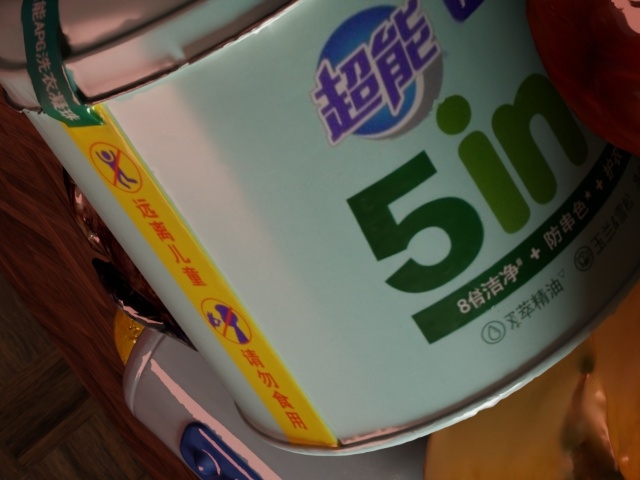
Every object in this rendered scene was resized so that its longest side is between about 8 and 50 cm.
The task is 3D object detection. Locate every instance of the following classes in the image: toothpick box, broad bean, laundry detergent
[{"bbox_3d":[0.007,0.184,1.556,0.355,0.263,0.263,42,162,19],"label":"toothpick box"},{"bbox_3d":[0.163,-0.110,0.737,0.156,0.122,0.228,48,167,10],"label":"broad bean"},{"bbox_3d":[-0.004,-0.092,0.912,0.305,0.287,0.287,56,162,-25],"label":"laundry detergent"}]

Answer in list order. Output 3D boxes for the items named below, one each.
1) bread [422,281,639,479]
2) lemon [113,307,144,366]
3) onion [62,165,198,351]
[{"bbox_3d":[0.236,0.170,0.947,0.361,0.250,0.394,50,163,-8],"label":"bread"},{"bbox_3d":[-0.138,0.105,1.914,0.206,0.173,0.173,37,167,-17],"label":"lemon"},{"bbox_3d":[-0.045,-0.034,1.271,0.314,0.232,0.314,30,-166,-8],"label":"onion"}]
